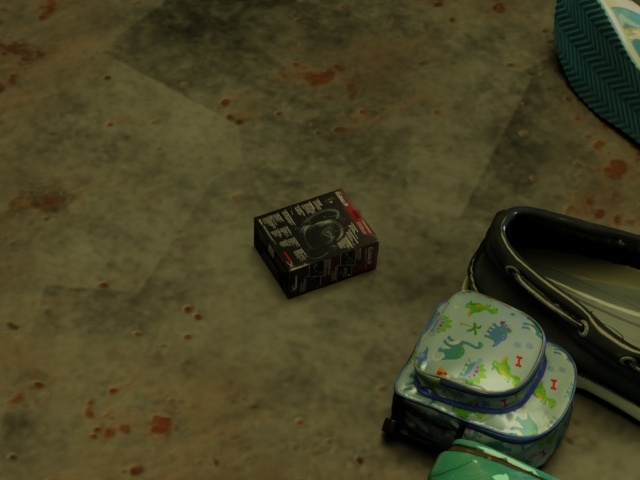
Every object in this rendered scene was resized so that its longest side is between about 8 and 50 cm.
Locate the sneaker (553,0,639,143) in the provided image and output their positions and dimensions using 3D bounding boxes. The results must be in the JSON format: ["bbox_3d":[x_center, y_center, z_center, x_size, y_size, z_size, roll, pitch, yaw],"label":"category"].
[{"bbox_3d":[0.278,-0.136,1.445,0.092,0.087,0.229,-22,58,-31],"label":"sneaker"}]

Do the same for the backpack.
[{"bbox_3d":[0.115,0.098,1.207,0.114,0.084,0.105,23,52,14],"label":"backpack"}]

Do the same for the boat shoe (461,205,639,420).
[{"bbox_3d":[0.262,0.059,1.230,0.340,0.113,0.127,24,50,19],"label":"boat shoe"}]

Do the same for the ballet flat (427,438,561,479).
[{"bbox_3d":[0.181,0.203,1.126,0.247,0.083,0.087,17,72,13],"label":"ballet flat"}]

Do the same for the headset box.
[{"bbox_3d":[0.000,0.000,1.329,0.083,0.032,0.062,-19,51,-21],"label":"headset box"}]
